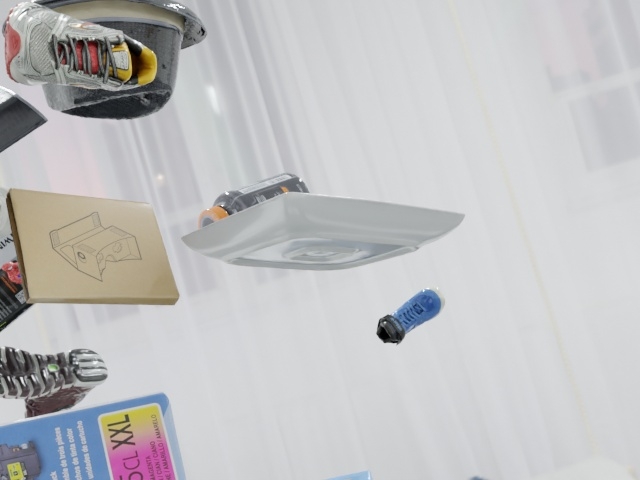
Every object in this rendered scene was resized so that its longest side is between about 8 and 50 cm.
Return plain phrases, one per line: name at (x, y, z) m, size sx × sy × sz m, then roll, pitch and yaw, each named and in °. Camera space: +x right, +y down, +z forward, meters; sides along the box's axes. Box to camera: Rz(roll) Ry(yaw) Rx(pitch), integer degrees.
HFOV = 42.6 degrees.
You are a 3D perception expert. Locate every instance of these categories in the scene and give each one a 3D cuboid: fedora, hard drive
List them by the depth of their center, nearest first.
hard drive at (-0.475, -0.140, 1.023) m, size 0.254 × 0.054 × 0.172 m, roll 14°, pitch 46°, yaw 39°
fedora at (-0.348, -0.284, 1.336) m, size 0.333 × 0.153 × 0.334 m, roll -3°, pitch -5°, yaw 0°

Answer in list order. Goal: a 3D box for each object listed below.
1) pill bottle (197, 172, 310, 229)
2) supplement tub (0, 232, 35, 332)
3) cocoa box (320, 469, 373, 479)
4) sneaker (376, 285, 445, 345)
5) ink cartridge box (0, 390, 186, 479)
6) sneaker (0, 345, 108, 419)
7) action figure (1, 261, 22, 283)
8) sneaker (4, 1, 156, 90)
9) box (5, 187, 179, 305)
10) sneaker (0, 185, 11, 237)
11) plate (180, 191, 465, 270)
pill bottle at (-0.142, -0.055, 1.749) m, size 0.245 × 0.131 × 0.130 m, roll -24°, pitch 5°, yaw -42°
supplement tub at (-0.600, 0.090, 1.337) m, size 0.316 × 0.194 × 0.193 m, roll -43°, pitch 10°, yaw -20°
cocoa box at (0.008, 0.589, 1.341) m, size 0.231 × 0.228 × 0.347 m, roll -14°, pitch 23°, yaw 7°
sneaker at (0.156, 0.139, 1.467) m, size 0.084 × 0.058 × 0.152 m, roll -34°, pitch -4°, yaw -40°
ink cartridge box at (-0.339, 0.286, 0.758) m, size 0.395 × 0.151 × 0.270 m, roll -6°, pitch -28°, yaw -25°
sneaker at (-0.541, 0.281, 1.500) m, size 0.281 × 0.106 × 0.162 m, roll 9°, pitch -50°, yaw -41°
action figure at (-0.431, 0.049, 1.216) m, size 0.030 × 0.038 × 0.115 m, roll -28°, pitch -19°, yaw 13°
sneaker at (-0.262, -0.211, 0.911) m, size 0.092 × 0.088 × 0.225 m, roll 9°, pitch 11°, yaw 19°
box at (-0.291, 0.011, 1.059) m, size 0.201 × 0.165 × 0.021 m, roll 5°, pitch -40°, yaw -40°
sneaker at (-0.452, -0.028, 1.048) m, size 0.092 × 0.088 × 0.228 m, roll 11°, pitch 8°, yaw 20°
plate at (0.000, 0.000, 1.065) m, size 0.277 × 0.045 × 0.277 m, roll 5°, pitch -14°, yaw -35°
